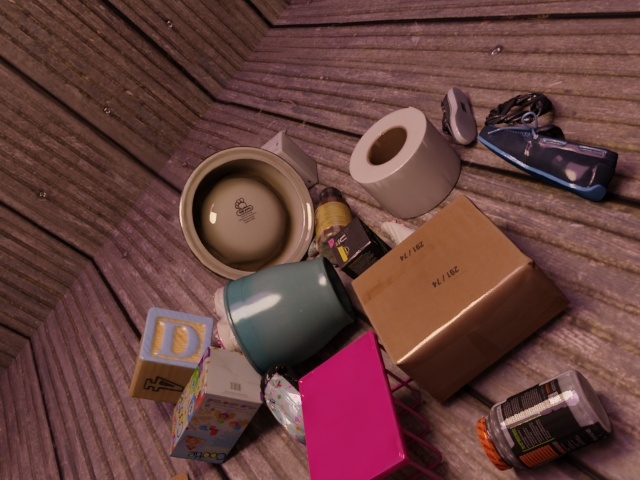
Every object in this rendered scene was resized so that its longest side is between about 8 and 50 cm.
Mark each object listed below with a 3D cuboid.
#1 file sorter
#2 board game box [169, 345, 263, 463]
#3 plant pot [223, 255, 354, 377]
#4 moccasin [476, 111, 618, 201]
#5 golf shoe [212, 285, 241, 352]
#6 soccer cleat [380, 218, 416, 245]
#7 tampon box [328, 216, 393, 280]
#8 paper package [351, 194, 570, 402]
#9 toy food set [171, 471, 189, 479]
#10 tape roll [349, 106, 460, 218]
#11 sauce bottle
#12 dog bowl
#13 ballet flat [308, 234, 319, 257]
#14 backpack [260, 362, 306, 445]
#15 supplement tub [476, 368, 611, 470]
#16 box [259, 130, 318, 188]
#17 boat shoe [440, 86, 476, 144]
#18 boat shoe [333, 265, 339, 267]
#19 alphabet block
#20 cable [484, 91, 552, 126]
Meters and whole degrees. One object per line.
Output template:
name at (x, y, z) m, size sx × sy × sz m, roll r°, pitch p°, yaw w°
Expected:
file sorter at (0.103, 0.372, 1.207) m, size 0.202 × 0.182 × 0.290 m, roll -38°, pitch 34°, yaw 20°
board game box at (-0.263, 0.413, 1.547) m, size 0.275 × 0.144 × 0.142 m, roll -58°, pitch 26°, yaw 33°
plant pot at (-0.063, 0.170, 1.551) m, size 0.255 × 0.271 × 0.271 m, roll -27°, pitch 38°, yaw 8°
moccasin at (0.497, -0.194, 1.359) m, size 0.342 × 0.138 × 0.116 m, roll 39°, pitch 104°, yaw 44°
golf shoe at (-0.242, 0.228, 1.846) m, size 0.140 × 0.115 × 0.306 m, roll -21°, pitch 33°, yaw -2°
soccer cleat at (0.209, 0.000, 1.553) m, size 0.196 × 0.068 × 0.076 m, roll 23°, pitch 79°, yaw 53°
tampon box at (0.117, 0.045, 1.528) m, size 0.101 × 0.161 × 0.120 m, roll -42°, pitch 34°, yaw 13°
paper package at (0.268, 0.108, 1.274) m, size 0.325 × 0.168 × 0.309 m, roll -41°, pitch 32°, yaw 10°
toy food set at (-0.373, 0.654, 1.639) m, size 0.082 × 0.020 × 0.083 m, roll -42°, pitch 34°, yaw 12°
tape roll at (0.221, -0.201, 1.638) m, size 0.246 × 0.169 × 0.246 m, roll -30°, pitch 38°, yaw 27°
sauce bottle at (0.039, -0.053, 1.737) m, size 0.111 × 0.111 × 0.344 m, roll -40°, pitch 21°, yaw 16°
dog bowl at (-0.229, -0.065, 1.856) m, size 0.408 × 0.408 × 0.150 m, roll -63°, pitch 15°, yaw -19°
ballet flat at (0.000, 0.000, 1.823) m, size 0.041 × 0.041 × 0.114 m, roll -3°, pitch 56°, yaw 48°
backpack at (-0.048, 0.381, 1.431) m, size 0.115 × 0.152 × 0.182 m, roll -55°, pitch 45°, yaw 3°
supplement tub at (0.364, 0.302, 1.028) m, size 0.190 × 0.117 × 0.117 m, roll -33°, pitch 37°, yaw 23°
box at (-0.135, -0.230, 2.072) m, size 0.181 × 0.182 × 0.119 m, roll -34°, pitch 36°, yaw 23°
boat shoe at (0.361, -0.325, 1.686) m, size 0.076 × 0.080 × 0.228 m, roll -46°, pitch 32°, yaw 39°
boat shoe at (0.088, 0.044, 1.675) m, size 0.125 × 0.038 × 0.046 m, roll -35°, pitch 21°, yaw 20°
alphabet block at (-0.430, 0.337, 1.798) m, size 0.192 × 0.193 × 0.197 m, roll -91°, pitch 21°, yaw -46°
cable at (0.479, -0.313, 1.508) m, size 0.151 × 0.047 × 0.184 m, roll -13°, pitch 22°, yaw 32°
